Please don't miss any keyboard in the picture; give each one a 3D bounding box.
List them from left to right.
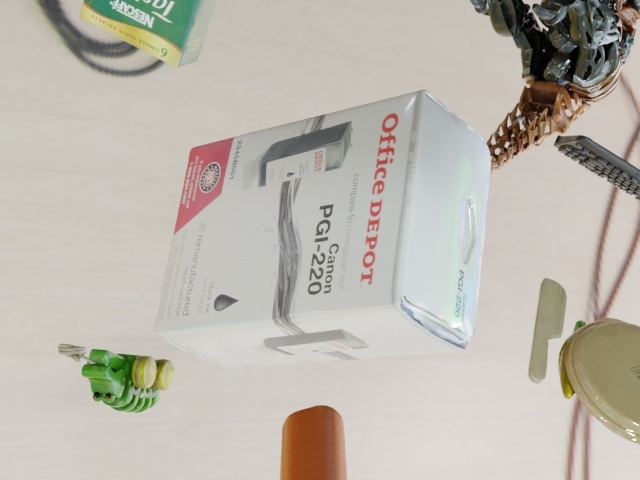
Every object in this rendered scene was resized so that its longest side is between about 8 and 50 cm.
[{"bbox_3d":[0.361,-0.074,1.331,0.180,0.108,0.023,31,90,-9],"label":"keyboard"}]

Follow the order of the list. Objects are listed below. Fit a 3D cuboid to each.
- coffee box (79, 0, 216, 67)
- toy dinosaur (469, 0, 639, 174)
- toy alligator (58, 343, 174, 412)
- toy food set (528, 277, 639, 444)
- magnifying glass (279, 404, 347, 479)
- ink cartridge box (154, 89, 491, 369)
[{"bbox_3d":[-0.136,-0.256,0.974,0.113,0.184,0.040,30,29,11],"label":"coffee box"},{"bbox_3d":[0.248,-0.200,1.082,0.218,0.164,0.321,53,43,-44],"label":"toy dinosaur"},{"bbox_3d":[-0.179,0.124,0.976,0.190,0.056,0.051,29,65,-69],"label":"toy alligator"},{"bbox_3d":[0.254,0.117,0.909,0.192,0.038,0.132,24,44,0],"label":"toy food set"},{"bbox_3d":[-0.002,0.121,0.408,0.092,0.231,0.026,-17,108,4],"label":"magnifying glass"},{"bbox_3d":[0.000,0.000,0.784,0.092,0.218,0.158,33,57,-46],"label":"ink cartridge box"}]
